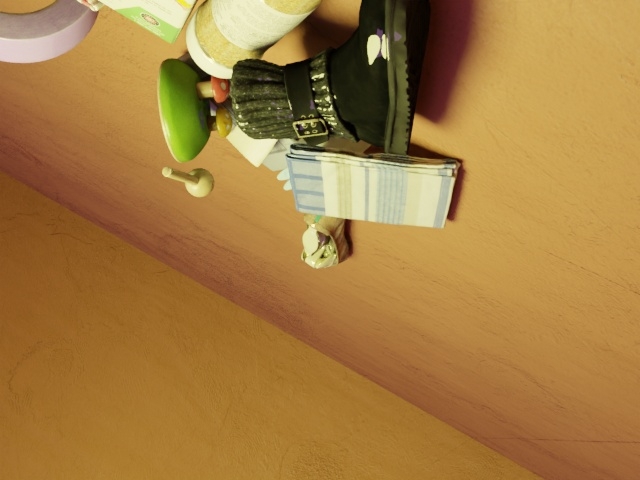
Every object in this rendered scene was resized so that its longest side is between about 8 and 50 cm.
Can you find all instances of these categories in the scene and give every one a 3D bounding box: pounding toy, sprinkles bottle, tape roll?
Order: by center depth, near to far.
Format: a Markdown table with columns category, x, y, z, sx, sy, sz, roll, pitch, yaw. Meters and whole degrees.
| category | x | y | z | sx | sy | sz | roll | pitch | yaw |
| --- | --- | --- | --- | --- | --- | --- | --- | --- | --- |
| sprinkles bottle | -0.081 | -0.330 | 0.984 | 0.121 | 0.121 | 0.355 | 41 | 159 | -16 |
| tape roll | -0.502 | -0.437 | 1.180 | 0.275 | 0.274 | 0.090 | 38 | 160 | -7 |
| pounding toy | -0.205 | -0.208 | 1.266 | 0.110 | 0.236 | 0.183 | -6 | 170 | 5 |

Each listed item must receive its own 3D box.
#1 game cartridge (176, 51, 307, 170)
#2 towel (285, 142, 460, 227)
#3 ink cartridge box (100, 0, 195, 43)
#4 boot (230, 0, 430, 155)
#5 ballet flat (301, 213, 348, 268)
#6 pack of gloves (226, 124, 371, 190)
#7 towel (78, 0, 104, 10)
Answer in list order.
| category | x | y | z | sx | sy | sz | roll | pitch | yaw |
| --- | --- | --- | --- | --- | --- | --- | --- | --- | --- |
| game cartridge | -0.144 | -0.250 | 1.367 | 0.294 | 0.060 | 0.196 | 45 | 154 | -25 |
| towel | 0.088 | -0.091 | 1.242 | 0.285 | 0.034 | 0.209 | 6 | 154 | 8 |
| ink cartridge box | -0.243 | -0.422 | 1.000 | 0.201 | 0.117 | 0.278 | 29 | 162 | -16 |
| boot | 0.002 | -0.226 | 0.963 | 0.260 | 0.131 | 0.348 | 11 | 156 | 7 |
| ballet flat | 0.000 | 0.000 | 1.623 | 0.108 | 0.106 | 0.316 | 28 | 159 | 17 |
| pack of gloves | -0.034 | -0.189 | 1.278 | 0.195 | 0.046 | 0.232 | 45 | 133 | -6 |
| towel | -0.386 | -0.461 | 1.137 | 0.197 | 0.144 | 0.029 | 35 | 155 | 0 |
